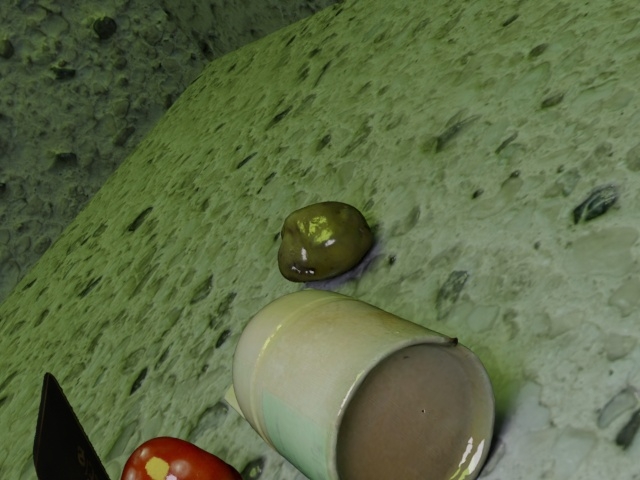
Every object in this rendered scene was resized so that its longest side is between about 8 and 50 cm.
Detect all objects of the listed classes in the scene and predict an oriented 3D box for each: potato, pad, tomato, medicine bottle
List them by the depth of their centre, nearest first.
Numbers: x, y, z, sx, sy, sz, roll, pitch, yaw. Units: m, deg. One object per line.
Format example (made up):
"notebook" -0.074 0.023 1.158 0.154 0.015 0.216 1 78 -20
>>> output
"medicine bottle" 0.014 0.191 1.010 0.236 0.236 0.406 -50 27 -13
"tomato" -0.202 0.372 1.092 0.195 0.195 0.136 -7 52 50
"pad" -0.306 0.361 1.103 0.063 0.376 0.315 -20 27 -8
"potato" 0.003 0.003 1.429 0.200 0.137 0.155 -23 63 35
